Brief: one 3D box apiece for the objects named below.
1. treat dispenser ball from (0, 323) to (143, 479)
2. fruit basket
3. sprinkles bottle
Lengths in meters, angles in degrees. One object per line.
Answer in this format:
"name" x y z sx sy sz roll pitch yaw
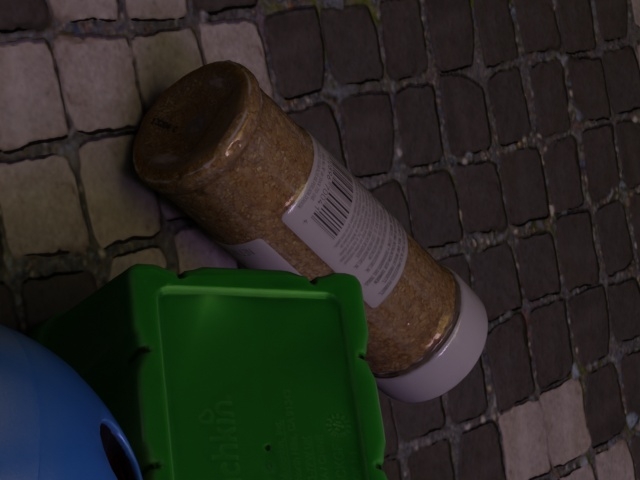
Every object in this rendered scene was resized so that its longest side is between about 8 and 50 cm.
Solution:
"treat dispenser ball" -0.238 0.179 1.019 0.288 0.288 0.288 11 76 -50
"fruit basket" -0.069 0.230 1.283 0.283 0.392 0.392 3 81 -20
"sprinkles bottle" 0.000 0.000 1.483 0.355 0.121 0.121 43 53 -39
